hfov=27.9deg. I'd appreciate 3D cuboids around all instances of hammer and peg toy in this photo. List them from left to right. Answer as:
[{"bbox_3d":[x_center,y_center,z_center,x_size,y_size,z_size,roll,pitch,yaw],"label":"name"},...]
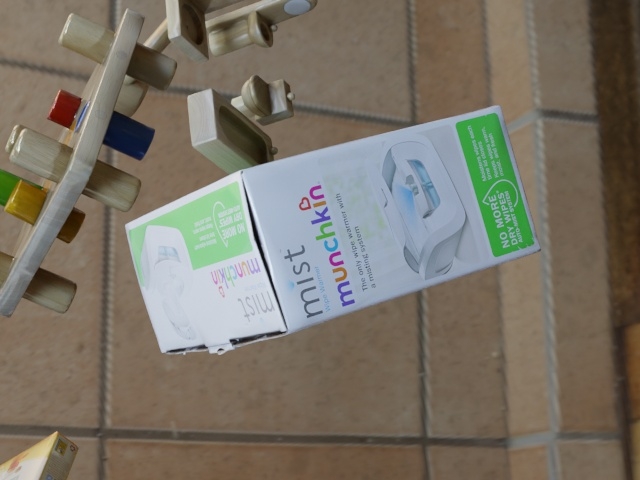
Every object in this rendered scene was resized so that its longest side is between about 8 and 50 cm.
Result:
[{"bbox_3d":[-0.254,-0.123,1.368,0.127,0.266,0.361,24,45,-16],"label":"hammer and peg toy"}]

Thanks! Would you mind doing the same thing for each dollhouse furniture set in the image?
[{"bbox_3d":[-0.044,-0.150,1.131,0.144,0.123,0.151,37,41,-58],"label":"dollhouse furniture set"}]

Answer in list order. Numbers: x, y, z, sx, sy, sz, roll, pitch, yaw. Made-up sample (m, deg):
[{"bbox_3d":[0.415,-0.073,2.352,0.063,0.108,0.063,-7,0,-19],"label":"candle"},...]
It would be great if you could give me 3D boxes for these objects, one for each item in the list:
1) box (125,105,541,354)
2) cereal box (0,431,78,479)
[{"bbox_3d":[0.000,0.000,1.037,0.231,0.262,0.126,-16,90,-27],"label":"box"},{"bbox_3d":[-0.423,0.384,1.720,0.047,0.173,0.240,44,34,-23],"label":"cereal box"}]
